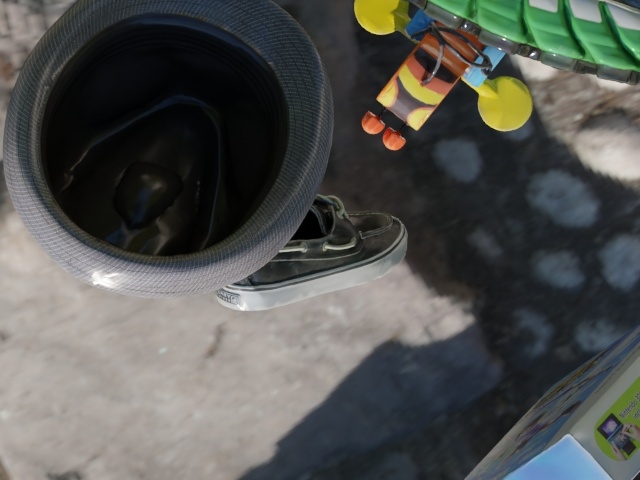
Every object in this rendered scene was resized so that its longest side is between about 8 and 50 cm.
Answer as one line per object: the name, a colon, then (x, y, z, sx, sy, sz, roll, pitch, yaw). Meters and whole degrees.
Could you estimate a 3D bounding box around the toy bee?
toy bee: (0.101, -0.176, 1.899, 0.195, 0.298, 0.162, 48, 116, 18)

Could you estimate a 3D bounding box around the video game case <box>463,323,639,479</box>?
video game case: (0.208, 0.150, 1.540, 0.061, 0.244, 0.269, 49, 142, 3)

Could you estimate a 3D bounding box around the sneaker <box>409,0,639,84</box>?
sneaker: (0.048, -0.170, 0.754, 0.343, 0.134, 0.146, 30, 105, -1)

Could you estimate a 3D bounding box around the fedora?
fedora: (-0.124, -0.064, 1.521, 0.243, 0.275, 0.124, 20, 153, -3)

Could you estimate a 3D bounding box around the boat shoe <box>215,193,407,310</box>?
boat shoe: (0.000, 0.000, 1.660, 0.078, 0.219, 0.070, 21, 117, 35)
